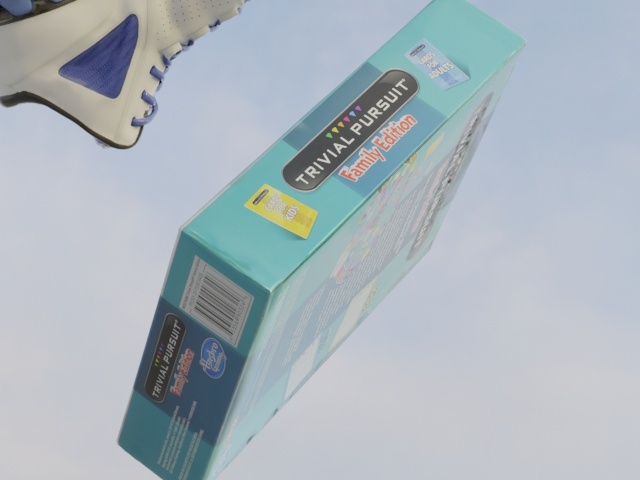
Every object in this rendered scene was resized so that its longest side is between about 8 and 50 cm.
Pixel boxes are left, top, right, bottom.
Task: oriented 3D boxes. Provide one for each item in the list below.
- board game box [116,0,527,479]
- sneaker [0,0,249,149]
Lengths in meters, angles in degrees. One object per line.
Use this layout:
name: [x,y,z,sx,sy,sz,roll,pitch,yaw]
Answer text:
board game box: [0.000,0.000,1.420,0.079,0.336,0.254,35,-41,12]
sneaker: [-0.154,-0.179,1.682,0.315,0.127,0.182,-14,-73,-7]
